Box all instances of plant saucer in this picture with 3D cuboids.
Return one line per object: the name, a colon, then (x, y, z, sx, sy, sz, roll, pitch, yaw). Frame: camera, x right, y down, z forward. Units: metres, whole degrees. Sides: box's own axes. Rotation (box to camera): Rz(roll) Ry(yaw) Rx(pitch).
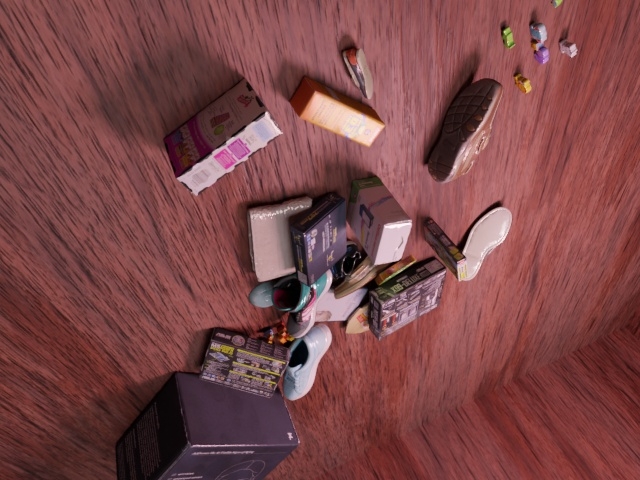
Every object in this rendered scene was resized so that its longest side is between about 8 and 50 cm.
plant saucer: (-0.175, 0.183, 1.535, 0.120, 0.021, 0.119, -16, 136, -16)

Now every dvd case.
dvd case: (0.037, 0.234, 1.705, 0.253, 0.022, 0.180, 3, 129, -32)

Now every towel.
towel: (-0.114, -0.002, 1.371, 0.187, 0.049, 0.282, -15, 135, -19)

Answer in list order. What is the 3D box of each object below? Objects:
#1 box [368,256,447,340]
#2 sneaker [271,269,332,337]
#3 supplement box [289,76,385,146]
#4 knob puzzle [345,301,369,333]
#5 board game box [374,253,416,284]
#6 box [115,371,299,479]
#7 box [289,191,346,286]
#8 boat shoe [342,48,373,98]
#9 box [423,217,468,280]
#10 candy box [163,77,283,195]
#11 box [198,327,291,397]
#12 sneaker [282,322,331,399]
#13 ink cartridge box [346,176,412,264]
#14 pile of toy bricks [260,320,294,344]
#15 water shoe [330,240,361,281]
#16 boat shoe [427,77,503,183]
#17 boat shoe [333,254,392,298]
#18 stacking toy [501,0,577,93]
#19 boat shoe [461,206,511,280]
box: (0.330, 0.224, 1.788, 0.308, 0.076, 0.242, -26, 140, -18)
sneaker: (-0.086, 0.212, 1.515, 0.179, 0.124, 0.295, -5, 127, -45)
supplement box: (0.046, -0.308, 1.137, 0.234, 0.080, 0.078, 11, 127, -39)
knob puzzle: (0.175, 0.299, 1.837, 0.213, 0.030, 0.213, -19, 140, -17)
board game box: (0.250, 0.102, 1.587, 0.124, 0.039, 0.259, -32, 174, -2)
box: (-0.429, 0.772, 1.762, 0.480, 0.297, 0.471, 22, 119, -41)
box: (0.000, 0.000, 1.369, 0.183, 0.059, 0.232, -42, 147, -32)
boat shoe: (0.091, -0.392, 1.107, 0.043, 0.049, 0.137, 4, 150, 26)
box: (0.422, 0.029, 1.584, 0.036, 0.207, 0.114, -28, 138, -3)
candy box: (-0.214, -0.224, 1.009, 0.234, 0.159, 0.071, -35, 140, 6)
box: (-0.263, 0.425, 1.609, 0.270, 0.060, 0.216, 18, 124, -8)
sneaker: (-0.093, 0.467, 1.761, 0.150, 0.135, 0.365, -7, 125, -48)
ink cartridge box: (0.162, -0.058, 1.345, 0.093, 0.212, 0.154, -12, 136, -20)
pile of toy bricks: (-0.180, 0.392, 1.674, 0.212, 0.105, 0.118, -31, 139, 0)
water shoe: (0.056, 0.093, 1.533, 0.073, 0.080, 0.203, 9, 125, -35)
boat shoe: (0.421, -0.308, 1.331, 0.117, 0.123, 0.324, -10, 142, -32)
boat shoe: (0.150, 0.096, 1.597, 0.285, 0.089, 0.104, -38, 171, 10)
stacking toy: (0.587, -0.525, 1.250, 0.167, 0.052, 0.221, -38, 137, 9)
boat shoe: (0.609, 0.003, 1.773, 0.319, 0.116, 0.099, -66, 171, 25)
